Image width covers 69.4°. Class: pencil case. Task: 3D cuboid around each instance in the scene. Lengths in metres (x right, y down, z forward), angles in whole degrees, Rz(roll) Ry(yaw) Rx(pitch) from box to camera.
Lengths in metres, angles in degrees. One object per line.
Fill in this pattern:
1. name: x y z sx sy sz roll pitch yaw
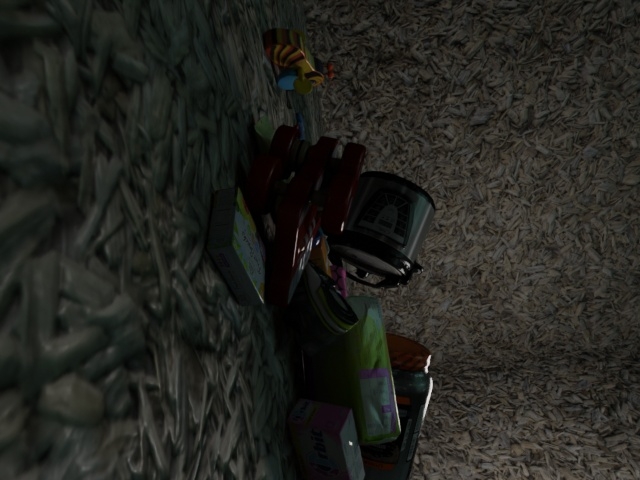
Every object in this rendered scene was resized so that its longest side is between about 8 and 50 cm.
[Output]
1. pencil case: 0.061 0.198 1.728 0.098 0.095 0.209 114 -18 -46

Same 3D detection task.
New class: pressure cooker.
1. pressure cooker: 0.236 -0.020 1.865 0.375 0.370 0.420 35 75 -37

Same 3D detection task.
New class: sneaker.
1. sneaker: -0.031 0.120 0.954 0.111 0.121 0.300 42 6 -23

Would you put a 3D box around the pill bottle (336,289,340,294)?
1. pill bottle: 0.031 0.227 1.443 0.078 0.078 0.137 71 12 -60

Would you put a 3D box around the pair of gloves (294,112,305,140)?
1. pair of gloves: -0.063 -0.352 1.613 0.198 0.023 0.159 -88 168 -56

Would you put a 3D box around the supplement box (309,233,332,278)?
1. supplement box: -0.010 0.104 1.242 0.080 0.078 0.233 -87 167 -59

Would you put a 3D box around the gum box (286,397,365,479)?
1. gum box: 0.014 0.395 0.865 0.062 0.107 0.188 -48 132 -53

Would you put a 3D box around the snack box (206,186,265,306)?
1. snack box: -0.110 0.012 0.634 0.141 0.037 0.100 74 11 -51

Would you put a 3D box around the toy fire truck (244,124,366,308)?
1. toy fire truck: -0.030 -0.055 0.865 0.302 0.169 0.254 -69 173 -52

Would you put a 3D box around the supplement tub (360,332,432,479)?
1. supplement tub: 0.148 0.409 1.120 0.207 0.207 0.338 -32 135 -83

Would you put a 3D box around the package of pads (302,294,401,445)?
1. package of pads: 0.054 0.283 0.999 0.229 0.101 0.296 -37 -126 52

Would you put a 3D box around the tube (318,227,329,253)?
1. tube: 0.000 0.000 1.622 0.207 0.052 0.080 -95 180 -73

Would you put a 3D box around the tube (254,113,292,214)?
1. tube: -0.090 -0.137 0.962 0.070 0.062 0.240 28 -39 52

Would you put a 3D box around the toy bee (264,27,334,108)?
1. toy bee: -0.049 -0.499 1.305 0.298 0.162 0.195 -51 131 -81
